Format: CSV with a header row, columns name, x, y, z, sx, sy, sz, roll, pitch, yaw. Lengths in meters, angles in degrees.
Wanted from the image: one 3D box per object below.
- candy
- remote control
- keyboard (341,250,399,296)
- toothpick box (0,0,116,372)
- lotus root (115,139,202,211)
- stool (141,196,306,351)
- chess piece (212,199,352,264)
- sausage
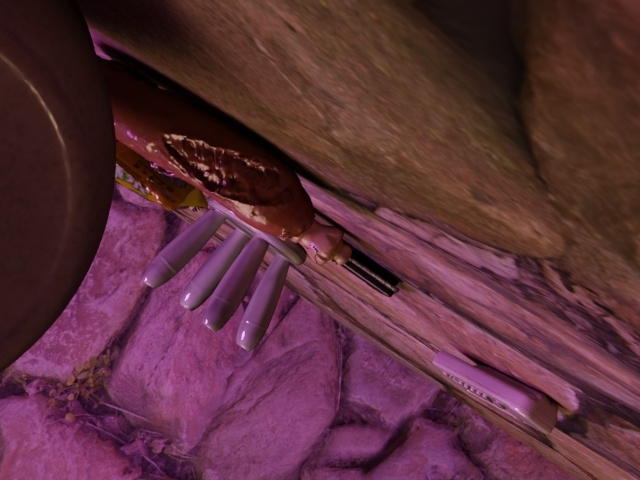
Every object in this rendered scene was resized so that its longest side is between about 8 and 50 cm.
name,x,y,z,sx,sy,sz,roll,pitch,yaw
candy,-0.280,-0.110,1.503,0.187,0.081,0.297,34,-176,1
remote control,0.265,0.225,1.367,0.090,0.049,0.230,37,172,-29
keyboard,0.000,0.000,1.144,0.230,0.025,0.093,35,175,-7
toothpick box,-0.382,-0.098,0.659,0.409,0.409,0.425,40,176,-42
lotus root,-0.377,-0.141,1.748,0.329,0.078,0.167,35,175,-9
stool,-0.151,0.050,1.505,0.195,0.199,0.195,30,174,26
chess piece,-0.040,-0.024,1.035,0.172,0.060,0.060,33,174,1
sausage,-0.145,-0.103,0.873,0.326,0.079,0.087,31,162,14
